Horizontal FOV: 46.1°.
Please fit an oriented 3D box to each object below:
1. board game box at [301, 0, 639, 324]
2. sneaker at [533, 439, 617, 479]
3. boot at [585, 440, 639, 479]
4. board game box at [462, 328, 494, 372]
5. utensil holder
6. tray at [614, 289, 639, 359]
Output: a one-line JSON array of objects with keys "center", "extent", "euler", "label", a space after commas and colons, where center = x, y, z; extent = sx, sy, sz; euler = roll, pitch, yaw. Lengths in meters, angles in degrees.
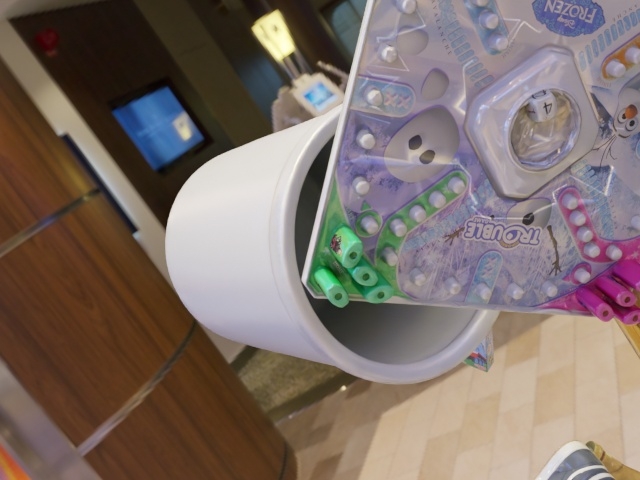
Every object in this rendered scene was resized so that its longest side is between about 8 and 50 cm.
[{"center": [0.209, -0.103, 0.703], "extent": [0.390, 0.390, 0.050], "euler": [6, 20, -22], "label": "board game box"}, {"center": [0.447, 0.526, 1.404], "extent": [0.282, 0.099, 0.153], "euler": [-57, 23, 4], "label": "sneaker"}, {"center": [0.690, 0.632, 1.758], "extent": [0.236, 0.269, 0.089], "euler": [-56, 0, 7], "label": "boot"}, {"center": [0.267, 0.164, 1.516], "extent": [0.160, 0.211, 0.039], "euler": [19, 52, 31], "label": "board game box"}, {"center": [0.000, 0.000, 0.993], "extent": [0.327, 0.327, 0.385], "euler": [-40, 19, -26], "label": "utensil holder"}, {"center": [0.674, 0.218, 1.350], "extent": [0.076, 0.411, 0.203], "euler": [-27, -10, -15], "label": "tray"}]
